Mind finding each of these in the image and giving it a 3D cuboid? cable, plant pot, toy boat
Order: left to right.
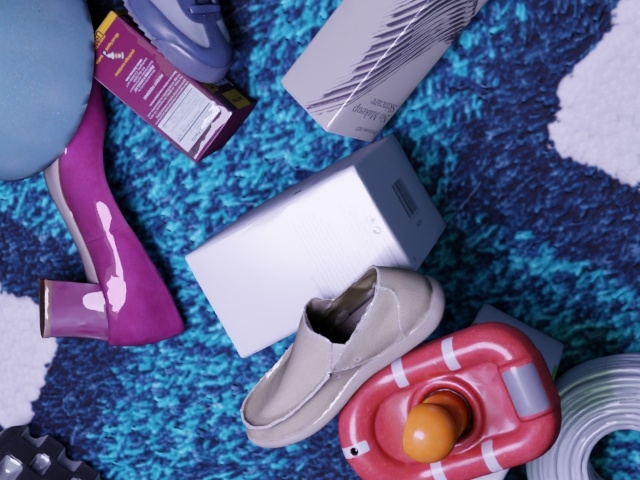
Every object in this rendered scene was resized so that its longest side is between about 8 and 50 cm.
[{"bbox_3d":[-0.433,-0.217,1.462,0.290,0.195,0.290,0,90,37],"label":"plant pot"},{"bbox_3d":[0.120,0.183,1.279,0.231,0.151,0.151,-23,88,25],"label":"toy boat"},{"bbox_3d":[0.369,0.258,1.477,0.257,0.089,0.257,-9,101,16],"label":"cable"}]

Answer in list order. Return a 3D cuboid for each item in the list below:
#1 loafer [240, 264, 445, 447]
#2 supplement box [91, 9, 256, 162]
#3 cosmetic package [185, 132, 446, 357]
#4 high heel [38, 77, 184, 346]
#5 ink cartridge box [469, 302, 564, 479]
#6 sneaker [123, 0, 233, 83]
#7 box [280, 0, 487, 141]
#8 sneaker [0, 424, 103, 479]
[{"bbox_3d":[0.006,0.111,1.309,0.268,0.102,0.092,-42,119,17],"label":"loafer"},{"bbox_3d":[-0.182,-0.188,1.506,0.188,0.104,0.081,40,109,2],"label":"supplement box"},{"bbox_3d":[0.000,0.000,1.440,0.225,0.224,0.138,-29,95,19],"label":"cosmetic package"},{"bbox_3d":[-0.255,-0.056,1.583,0.181,0.127,0.377,2,99,-20],"label":"high heel"},{"bbox_3d":[0.165,0.235,1.467,0.115,0.198,0.272,28,108,8],"label":"ink cartridge box"},{"bbox_3d":[-0.172,-0.337,1.438,0.131,0.112,0.319,-31,88,34],"label":"sneaker"},{"bbox_3d":[0.088,-0.245,1.406,0.094,0.113,0.275,49,113,25],"label":"box"},{"bbox_3d":[-0.316,0.391,1.689,0.330,0.122,0.146,39,127,2],"label":"sneaker"}]
